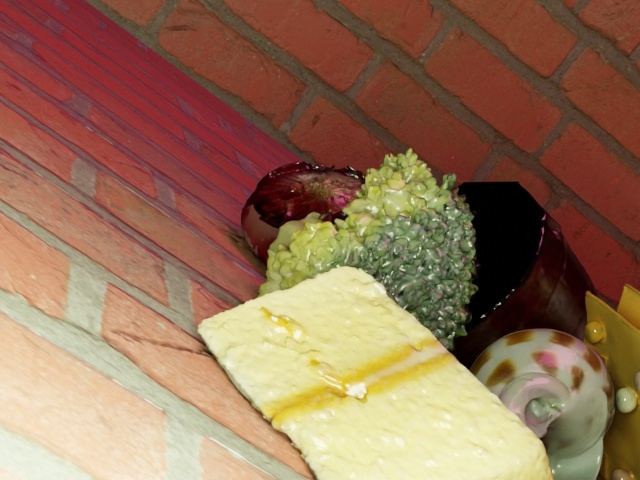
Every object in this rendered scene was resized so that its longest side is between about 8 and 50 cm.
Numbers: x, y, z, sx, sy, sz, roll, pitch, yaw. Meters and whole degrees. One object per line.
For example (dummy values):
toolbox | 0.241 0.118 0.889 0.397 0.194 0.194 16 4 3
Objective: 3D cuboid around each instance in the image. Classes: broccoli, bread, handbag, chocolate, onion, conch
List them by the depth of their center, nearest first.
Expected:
bread | 0.093 0.265 1.244 0.346 0.242 0.405 41 -26 48
broccoli | 0.051 0.057 1.548 0.281 0.348 0.293 33 -41 43
conch | 0.316 0.251 1.614 0.368 0.197 0.249 -4 76 -46
handbag | 0.485 0.294 1.718 0.133 0.401 0.283 -8 22 -13
onion | 0.000 0.000 1.865 0.272 0.195 0.272 5 36 -3
chocolate | 0.344 0.121 2.127 0.331 0.383 0.383 44 2 -34
